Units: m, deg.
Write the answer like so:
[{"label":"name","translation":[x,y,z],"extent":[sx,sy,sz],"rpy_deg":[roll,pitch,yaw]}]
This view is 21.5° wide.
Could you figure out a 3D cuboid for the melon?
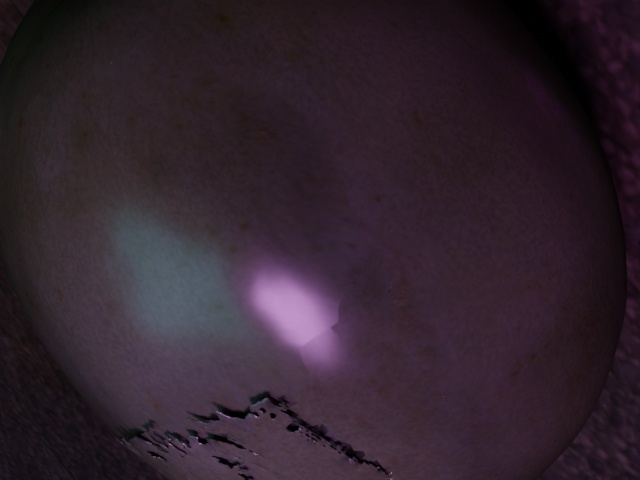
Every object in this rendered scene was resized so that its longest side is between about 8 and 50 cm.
[{"label":"melon","translation":[0.000,0.000,0.776],"extent":[0.268,0.268,0.330],"rpy_deg":[-1,135,50]}]
